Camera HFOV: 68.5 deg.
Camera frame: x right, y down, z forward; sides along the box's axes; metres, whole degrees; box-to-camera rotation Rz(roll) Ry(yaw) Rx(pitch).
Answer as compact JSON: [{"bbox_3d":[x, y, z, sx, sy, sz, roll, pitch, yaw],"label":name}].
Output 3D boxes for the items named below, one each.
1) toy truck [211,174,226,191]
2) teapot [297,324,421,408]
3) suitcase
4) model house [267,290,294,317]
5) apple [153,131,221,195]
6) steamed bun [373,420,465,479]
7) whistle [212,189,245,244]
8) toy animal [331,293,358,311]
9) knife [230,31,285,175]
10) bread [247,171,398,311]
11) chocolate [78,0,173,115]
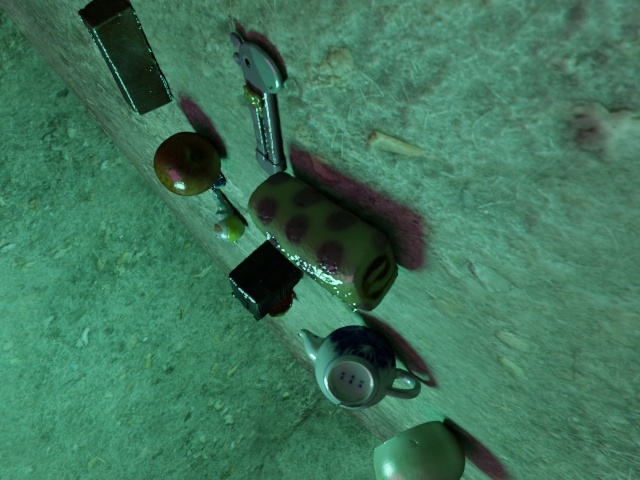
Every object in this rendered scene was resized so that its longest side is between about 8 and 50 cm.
[{"bbox_3d":[-0.357,-0.214,1.556,0.073,0.056,0.090,22,137,45],"label":"toy truck"},{"bbox_3d":[0.115,0.383,1.478,0.423,0.253,0.280,21,-167,7],"label":"teapot"},{"bbox_3d":[-0.184,0.126,1.585,0.152,0.229,0.335,44,163,9],"label":"suitcase"},{"bbox_3d":[-0.229,0.214,2.006,0.196,0.160,0.254,36,161,28],"label":"model house"},{"bbox_3d":[-0.383,-0.223,1.365,0.188,0.188,0.173,52,153,-15],"label":"apple"},{"bbox_3d":[0.342,0.769,1.603,0.324,0.323,0.207,74,175,-56],"label":"steamed bun"},{"bbox_3d":[-0.361,-0.081,1.762,0.122,0.122,0.223,16,130,59],"label":"whistle"},{"bbox_3d":[0.101,0.170,1.338,0.075,0.041,0.216,55,157,-19],"label":"toy animal"},{"bbox_3d":[-0.116,-0.240,0.954,0.132,0.038,0.399,44,163,18],"label":"knife"},{"bbox_3d":[0.000,0.000,1.007,0.338,0.155,0.187,34,163,34],"label":"bread"},{"bbox_3d":[-0.504,-0.471,1.238,0.112,0.112,0.321,43,162,21],"label":"chocolate"}]
